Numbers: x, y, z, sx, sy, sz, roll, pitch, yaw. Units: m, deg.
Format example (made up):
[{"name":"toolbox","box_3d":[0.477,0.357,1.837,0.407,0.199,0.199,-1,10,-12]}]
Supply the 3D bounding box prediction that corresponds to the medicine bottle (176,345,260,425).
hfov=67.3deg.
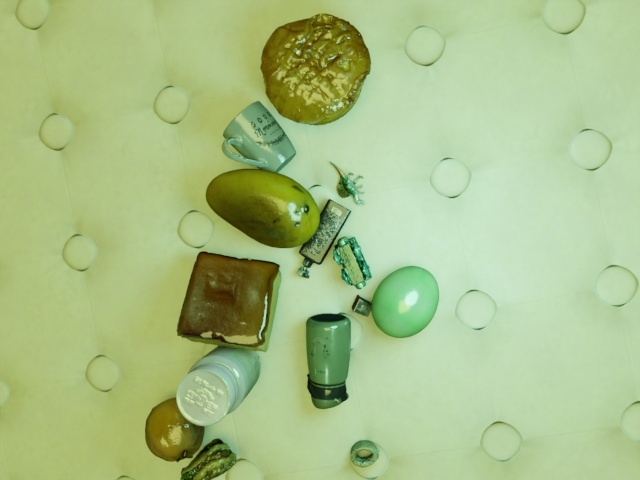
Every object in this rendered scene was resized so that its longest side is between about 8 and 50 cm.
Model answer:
[{"name":"medicine bottle","box_3d":[-0.351,0.495,1.708,0.213,0.378,0.214,0,90,6]}]

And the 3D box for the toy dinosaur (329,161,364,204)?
[{"name":"toy dinosaur","box_3d":[0.098,-0.209,1.815,0.187,0.044,0.106,26,109,4]}]

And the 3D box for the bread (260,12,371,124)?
[{"name":"bread","box_3d":[-0.013,-0.600,1.730,0.398,0.215,0.398,0,91,5]}]

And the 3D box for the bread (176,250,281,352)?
[{"name":"bread","box_3d":[-0.324,0.222,1.763,0.323,0.143,0.333,6,65,5]}]

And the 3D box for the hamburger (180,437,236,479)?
[{"name":"hamburger","box_3d":[-0.427,0.846,1.831,0.206,0.183,0.130,-31,67,2]}]

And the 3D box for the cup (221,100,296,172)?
[{"name":"cup","box_3d":[-0.234,-0.344,1.749,0.234,0.258,0.186,48,140,-3]}]

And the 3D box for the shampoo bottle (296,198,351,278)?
[{"name":"shampoo bottle","box_3d":[-0.001,0.000,1.811,0.098,0.071,0.309,30,94,4]}]

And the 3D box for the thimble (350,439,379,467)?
[{"name":"thimble","box_3d":[0.168,0.805,1.816,0.110,0.062,0.084,-3,92,7]}]

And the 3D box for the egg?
[{"name":"egg","box_3d":[0.303,0.217,1.709,0.220,0.220,0.270,39,87,4]}]

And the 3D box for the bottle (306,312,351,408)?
[{"name":"bottle","box_3d":[0.028,0.452,1.777,0.168,0.168,0.347,1,96,6]}]

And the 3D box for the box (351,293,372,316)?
[{"name":"box","box_3d":[0.156,0.245,1.797,0.063,0.085,0.060,24,93,-3]}]

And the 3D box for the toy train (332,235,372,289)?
[{"name":"toy train","box_3d":[0.118,0.080,1.760,0.107,0.154,0.198,-24,88,10]}]

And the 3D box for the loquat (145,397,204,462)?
[{"name":"loquat","box_3d":[-0.552,0.717,1.831,0.238,0.193,0.238,-3,66,6]}]

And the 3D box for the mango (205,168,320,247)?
[{"name":"mango","box_3d":[-0.217,-0.123,1.746,0.445,0.301,0.220,17,52,20]}]
